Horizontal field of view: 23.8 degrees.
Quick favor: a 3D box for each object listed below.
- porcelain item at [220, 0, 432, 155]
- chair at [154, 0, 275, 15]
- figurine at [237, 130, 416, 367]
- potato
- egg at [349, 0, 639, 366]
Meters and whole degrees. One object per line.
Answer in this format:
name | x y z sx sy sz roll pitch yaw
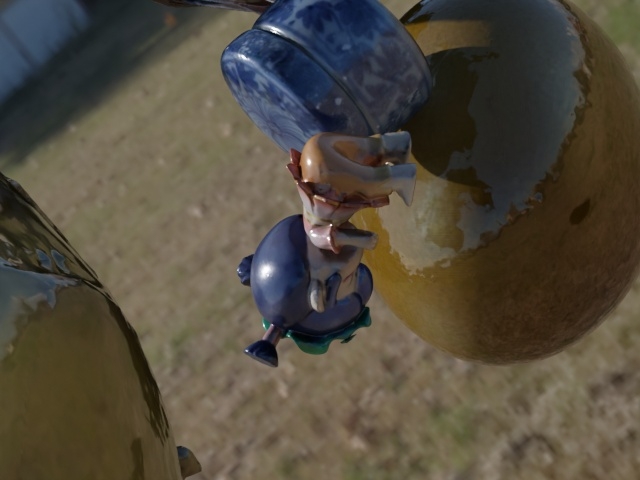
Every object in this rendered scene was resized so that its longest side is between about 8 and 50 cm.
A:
porcelain item | 0.002 -0.128 1.219 0.114 0.147 0.147 -46 17 -14
chair | -0.046 -0.317 1.637 0.326 0.175 0.183 24 77 30
figurine | 0.000 0.000 1.149 0.111 0.102 0.195 -93 15 -56
potato | -0.131 0.026 0.477 0.299 0.239 0.116 20 66 45
egg | 0.161 -0.063 1.373 0.282 0.351 0.282 -7 -6 -1
